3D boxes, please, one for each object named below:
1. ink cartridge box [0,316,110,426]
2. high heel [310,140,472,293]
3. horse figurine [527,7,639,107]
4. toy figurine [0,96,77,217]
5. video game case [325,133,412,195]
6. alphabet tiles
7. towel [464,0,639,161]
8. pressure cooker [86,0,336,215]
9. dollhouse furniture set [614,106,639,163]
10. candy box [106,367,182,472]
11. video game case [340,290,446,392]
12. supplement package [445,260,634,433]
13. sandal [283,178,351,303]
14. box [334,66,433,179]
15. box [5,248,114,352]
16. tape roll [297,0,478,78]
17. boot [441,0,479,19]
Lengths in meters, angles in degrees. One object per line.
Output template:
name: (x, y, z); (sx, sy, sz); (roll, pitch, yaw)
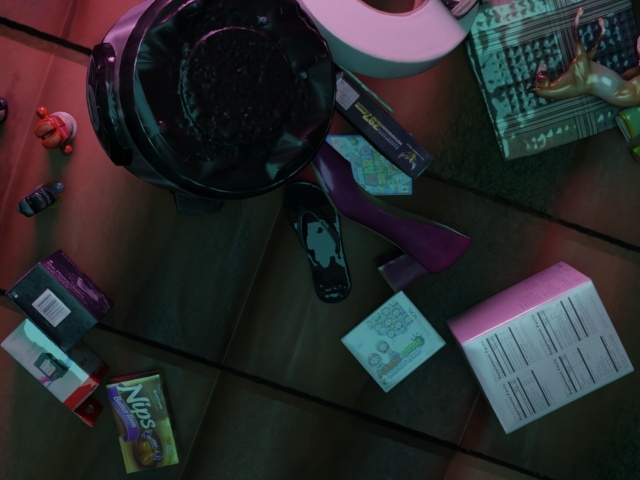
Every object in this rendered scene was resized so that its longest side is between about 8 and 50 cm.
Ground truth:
ink cartridge box: (-0.488, 0.239, 1.941); (0.231, 0.134, 0.078); (45, 94, -7)
high heel: (0.123, -0.085, 1.904); (0.181, 0.127, 0.377); (-33, 115, 8)
horse figurine: (0.539, -0.315, 1.880); (0.263, 0.066, 0.174); (19, 93, -4)
toy figurine: (-0.572, -0.158, 1.887); (0.213, 0.148, 0.209); (12, 103, -5)
video game case: (0.094, -0.146, 1.960); (0.166, 0.015, 0.119); (-1, 98, -1)
alphabet tiles: (0.042, -0.313, 1.844); (0.237, 0.198, 0.009); (41, 97, -6)
towel: (0.452, -0.341, 1.930); (0.324, 0.056, 0.312); (-17, 101, -1)
pressure cooker: (-0.203, -0.251, 1.747); (0.375, 0.420, 0.370); (40, 81, -22)
dollhouse furniture set: (0.629, -0.192, 1.922); (0.076, 0.058, 0.151); (-35, 114, 3)
candy box: (-0.347, 0.356, 2.000); (0.109, 0.053, 0.186); (-11, 99, 0)
video game case: (0.144, 0.199, 2.005); (0.157, 0.019, 0.143); (-40, 96, 4)
supplement package: (0.408, 0.197, 1.919); (0.263, 0.199, 0.198); (-27, 98, 3)
sandal: (0.001, 0.000, 1.951); (0.097, 0.054, 0.254); (-19, 98, 11)
box: (0.086, -0.219, 1.832); (0.233, 0.183, 0.059); (42, 95, -18)
box: (-0.488, 0.111, 1.911); (0.093, 0.158, 0.156); (-43, 97, 5)
tape roll: (0.101, -0.474, 1.790); (0.392, 0.072, 0.391); (8, 70, -23)
boot: (0.247, -0.515, 1.712); (0.179, 0.085, 0.236); (40, 121, -3)
